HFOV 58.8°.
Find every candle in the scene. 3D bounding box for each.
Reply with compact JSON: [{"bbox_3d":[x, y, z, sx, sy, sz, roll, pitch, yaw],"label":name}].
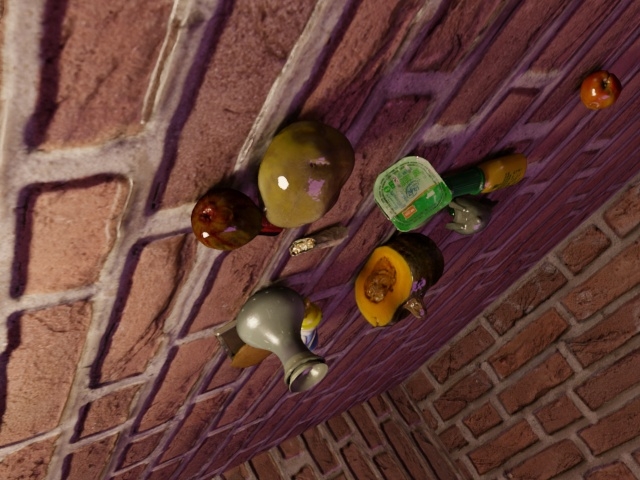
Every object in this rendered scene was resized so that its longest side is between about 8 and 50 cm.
[{"bbox_3d":[-0.134,-0.036,1.089,0.162,0.048,0.053,0,105,-52],"label":"candle"}]

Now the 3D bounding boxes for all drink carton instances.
[{"bbox_3d":[0.207,-0.096,1.303,0.146,0.144,0.142,-35,166,4],"label":"drink carton"}]

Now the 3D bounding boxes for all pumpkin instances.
[{"bbox_3d":[0.234,0.132,1.652,0.139,0.221,0.317,-12,148,-39],"label":"pumpkin"}]

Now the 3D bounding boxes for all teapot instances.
[{"bbox_3d":[-0.088,0.240,1.389,0.184,0.251,0.183,-24,142,-20],"label":"teapot"}]

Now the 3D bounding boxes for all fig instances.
[{"bbox_3d":[-0.151,-0.032,0.986,0.109,0.103,0.155,-20,160,20],"label":"fig"}]

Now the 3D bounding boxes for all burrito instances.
[{"bbox_3d":[0.000,0.000,1.320,0.149,0.041,0.055,-18,165,-32],"label":"burrito"}]

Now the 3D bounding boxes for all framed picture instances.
[{"bbox_3d":[-0.183,0.256,1.605,0.209,0.019,0.281,-28,156,-13],"label":"framed picture"}]

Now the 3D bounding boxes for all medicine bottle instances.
[{"bbox_3d":[0.434,-0.166,1.518,0.309,0.076,0.111,-18,146,-34],"label":"medicine bottle"}]

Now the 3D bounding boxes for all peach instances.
[{"bbox_3d":[0.708,-0.380,1.442,0.101,0.100,0.100,-28,156,-14],"label":"peach"}]

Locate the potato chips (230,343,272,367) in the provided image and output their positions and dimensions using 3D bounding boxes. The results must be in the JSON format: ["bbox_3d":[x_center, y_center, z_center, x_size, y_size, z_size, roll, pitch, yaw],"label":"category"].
[{"bbox_3d":[-0.182,0.328,1.663,0.150,0.049,0.202,1,147,-48],"label":"potato chips"}]

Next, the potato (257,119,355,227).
[{"bbox_3d":[-0.029,-0.109,0.966,0.154,0.137,0.200,-53,173,-40],"label":"potato"}]

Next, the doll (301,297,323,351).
[{"bbox_3d":[-0.046,0.255,1.670,0.135,0.099,0.241,-35,151,-27],"label":"doll"}]

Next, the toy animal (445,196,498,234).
[{"bbox_3d":[0.467,-0.072,1.689,0.236,0.138,0.108,-1,107,-46],"label":"toy animal"}]
